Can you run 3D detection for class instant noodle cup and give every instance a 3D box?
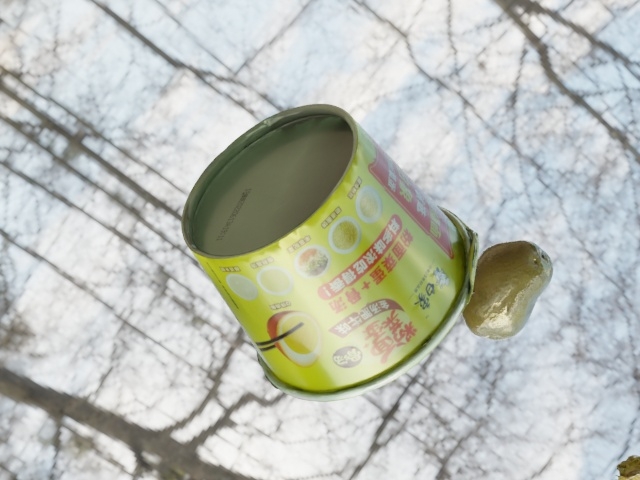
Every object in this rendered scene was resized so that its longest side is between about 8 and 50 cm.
[{"bbox_3d":[0.000,0.000,1.345,0.311,0.221,0.311,-23,-141,20],"label":"instant noodle cup"}]

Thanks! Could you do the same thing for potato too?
[{"bbox_3d":[0.327,0.083,2.072,0.194,0.157,0.157,-43,-155,33],"label":"potato"}]

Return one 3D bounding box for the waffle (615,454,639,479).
[{"bbox_3d":[0.507,0.396,1.577,0.060,0.307,0.312,-27,-144,-27],"label":"waffle"}]
